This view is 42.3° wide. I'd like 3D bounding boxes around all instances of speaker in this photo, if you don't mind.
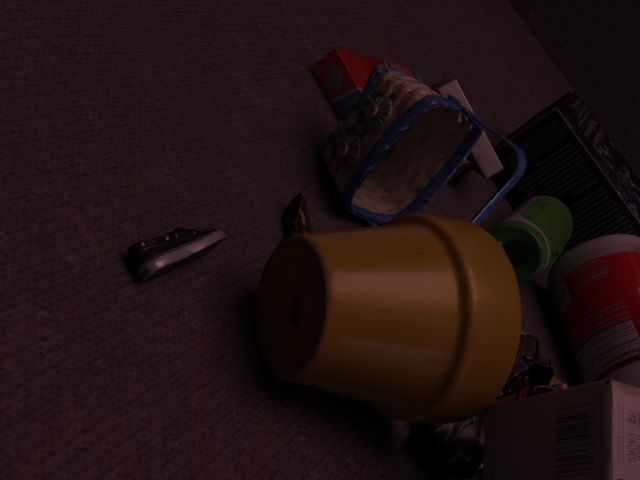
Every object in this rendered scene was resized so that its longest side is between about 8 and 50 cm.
[{"bbox_3d":[0.425,-0.008,1.666,0.131,0.131,0.296,56,30,4],"label":"speaker"}]

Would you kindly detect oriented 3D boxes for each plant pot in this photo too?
[{"bbox_3d":[0.063,0.087,0.976,0.239,0.254,0.254,7,52,-31],"label":"plant pot"}]

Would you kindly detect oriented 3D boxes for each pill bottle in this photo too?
[{"bbox_3d":[0.603,0.208,1.588,0.229,0.229,0.407,26,40,-39],"label":"pill bottle"}]

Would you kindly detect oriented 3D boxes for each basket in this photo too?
[{"bbox_3d":[0.144,-0.107,1.266,0.201,0.254,0.289,7,35,-53],"label":"basket"}]

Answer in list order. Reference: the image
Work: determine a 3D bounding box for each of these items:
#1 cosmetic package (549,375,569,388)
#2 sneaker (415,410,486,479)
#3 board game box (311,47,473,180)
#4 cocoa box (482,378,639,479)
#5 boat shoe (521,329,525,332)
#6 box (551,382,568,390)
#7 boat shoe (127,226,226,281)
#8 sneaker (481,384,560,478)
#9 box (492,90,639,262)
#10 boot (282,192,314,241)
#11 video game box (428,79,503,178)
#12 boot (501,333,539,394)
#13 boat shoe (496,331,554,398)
[{"bbox_3d":[0.401,0.270,1.428,0.115,0.041,0.060,38,34,-25],"label":"cosmetic package"},{"bbox_3d":[0.179,0.191,1.146,0.106,0.101,0.267,35,34,-24],"label":"sneaker"},{"bbox_3d":[0.144,-0.230,1.565,0.316,0.064,0.242,-6,64,-56],"label":"board game box"},{"bbox_3d":[0.323,0.355,0.891,0.228,0.231,0.347,17,65,-18],"label":"cocoa box"},{"bbox_3d":[0.320,0.160,1.444,0.100,0.035,0.035,1,31,-50],"label":"boat shoe"},{"bbox_3d":[0.388,0.310,1.320,0.027,0.094,0.137,-3,54,-12],"label":"box"},{"bbox_3d":[-0.157,0.005,0.923,0.040,0.049,0.142,56,32,5],"label":"boat shoe"},{"bbox_3d":[0.330,0.344,1.114,0.125,0.180,0.321,9,52,-50],"label":"sneaker"},{"bbox_3d":[0.602,-0.118,1.940,0.395,0.212,0.293,54,29,-1],"label":"box"},{"bbox_3d":[0.000,0.000,1.154,0.114,0.037,0.106,30,50,-29],"label":"boot"},{"bbox_3d":[0.294,-0.234,1.700,0.205,0.048,0.187,59,8,-10],"label":"video game box"},{"bbox_3d":[0.236,0.112,1.174,0.161,0.083,0.246,33,36,5],"label":"boot"},{"bbox_3d":[0.339,0.219,1.340,0.228,0.076,0.080,-46,121,-58],"label":"boat shoe"}]
